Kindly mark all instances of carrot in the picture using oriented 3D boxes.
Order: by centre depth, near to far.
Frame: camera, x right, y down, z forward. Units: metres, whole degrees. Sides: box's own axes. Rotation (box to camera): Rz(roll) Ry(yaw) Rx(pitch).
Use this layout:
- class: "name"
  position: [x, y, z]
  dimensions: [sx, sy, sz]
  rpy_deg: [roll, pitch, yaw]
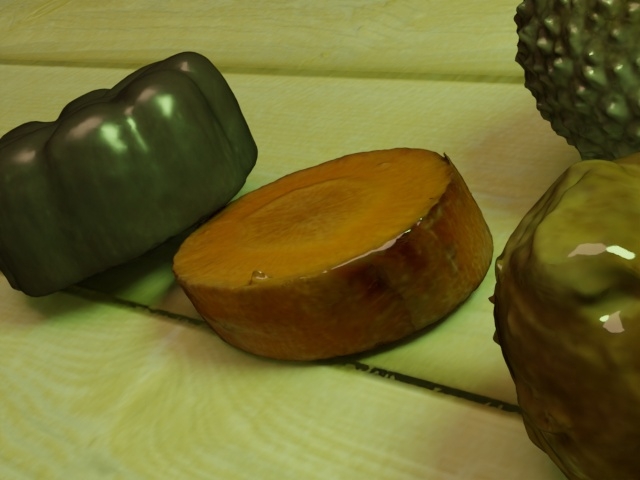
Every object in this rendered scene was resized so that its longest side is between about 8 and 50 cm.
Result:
- class: "carrot"
  position: [0.000, 0.000, 0.906]
  dimensions: [0.307, 0.100, 0.258]
  rpy_deg: [5, 36, 41]

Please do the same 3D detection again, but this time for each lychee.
- class: "lychee"
  position: [0.319, -0.183, 0.838]
  dimensions: [0.300, 0.300, 0.300]
  rpy_deg: [-14, 32, 9]

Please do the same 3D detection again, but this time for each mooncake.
- class: "mooncake"
  position: [-0.225, -0.078, 1.057]
  dimensions: [0.306, 0.154, 0.306]
  rpy_deg: [-22, 17, 7]

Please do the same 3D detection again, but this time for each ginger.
- class: "ginger"
  position: [0.227, 0.039, 0.615]
  dimensions: [0.223, 0.200, 0.269]
  rpy_deg: [20, 45, 27]
